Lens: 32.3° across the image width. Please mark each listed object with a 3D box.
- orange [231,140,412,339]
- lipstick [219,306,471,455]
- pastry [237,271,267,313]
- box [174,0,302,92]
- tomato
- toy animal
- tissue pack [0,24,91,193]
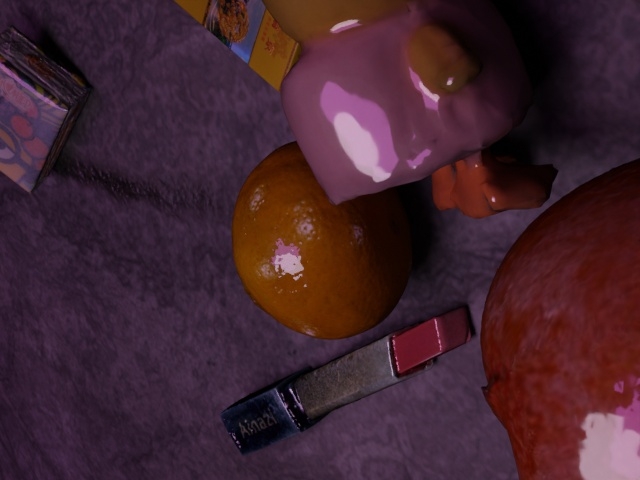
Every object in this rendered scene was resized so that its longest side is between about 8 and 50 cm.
[{"bbox_3d":[0.000,0.000,0.847,0.124,0.156,0.156,-12,101,26],"label":"orange"},{"bbox_3d":[0.018,0.126,0.970,0.312,0.051,0.051,-31,85,47],"label":"lipstick"},{"bbox_3d":[-0.027,0.023,0.963,0.097,0.057,0.109,15,117,46],"label":"pastry"},{"bbox_3d":[-0.067,-0.201,0.914,0.155,0.023,0.087,42,131,21],"label":"box"},{"bbox_3d":[0.224,0.073,0.580,0.265,0.265,0.265,22,124,37],"label":"tomato"},{"bbox_3d":[0.042,-0.146,0.732,0.195,0.169,0.281,-151,45,-78],"label":"toy animal"},{"bbox_3d":[-0.311,-0.133,1.146,0.108,0.060,0.148,37,136,-4],"label":"tissue pack"}]
